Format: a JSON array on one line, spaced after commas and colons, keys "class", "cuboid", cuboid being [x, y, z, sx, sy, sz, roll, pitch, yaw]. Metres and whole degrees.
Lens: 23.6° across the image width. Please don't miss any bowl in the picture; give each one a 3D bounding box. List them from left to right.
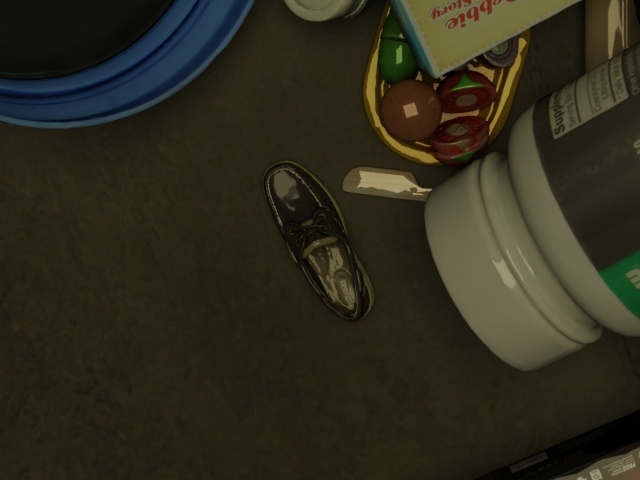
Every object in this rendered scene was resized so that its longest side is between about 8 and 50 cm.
[{"class": "bowl", "cuboid": [-0.205, -0.282, 1.162, 0.391, 0.077, 0.391, -10, 107, -35]}]

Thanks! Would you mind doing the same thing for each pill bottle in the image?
[{"class": "pill bottle", "cuboid": [0.272, -0.052, 1.158, 0.361, 0.204, 0.204, -31, 92, 26]}]

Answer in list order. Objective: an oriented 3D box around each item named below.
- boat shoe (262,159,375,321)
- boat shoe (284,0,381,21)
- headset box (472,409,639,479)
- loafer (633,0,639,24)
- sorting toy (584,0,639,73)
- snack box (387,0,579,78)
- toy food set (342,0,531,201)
[{"class": "boat shoe", "cuboid": [0.000, 0.000, 1.289, 0.056, 0.049, 0.152, -32, 92, 4]}, {"class": "boat shoe", "cuboid": [0.032, -0.336, 1.217, 0.116, 0.099, 0.319, 21, 113, 40]}, {"class": "headset box", "cuboid": [0.234, 0.321, 1.273, 0.218, 0.110, 0.293, -23, 93, 3]}, {"class": "loafer", "cuboid": [0.355, -0.212, 1.193, 0.223, 0.078, 0.076, -17, 53, 8]}, {"class": "sorting toy", "cuboid": [0.318, -0.217, 1.269, 0.196, 0.047, 0.347, 0, 94, 6]}, {"class": "snack box", "cuboid": [0.183, -0.282, 1.169, 0.322, 0.060, 0.187, -28, 115, -1]}, {"class": "toy food set", "cuboid": [0.101, -0.131, 1.267, 0.128, 0.071, 0.217, 15, 94, 1]}]
